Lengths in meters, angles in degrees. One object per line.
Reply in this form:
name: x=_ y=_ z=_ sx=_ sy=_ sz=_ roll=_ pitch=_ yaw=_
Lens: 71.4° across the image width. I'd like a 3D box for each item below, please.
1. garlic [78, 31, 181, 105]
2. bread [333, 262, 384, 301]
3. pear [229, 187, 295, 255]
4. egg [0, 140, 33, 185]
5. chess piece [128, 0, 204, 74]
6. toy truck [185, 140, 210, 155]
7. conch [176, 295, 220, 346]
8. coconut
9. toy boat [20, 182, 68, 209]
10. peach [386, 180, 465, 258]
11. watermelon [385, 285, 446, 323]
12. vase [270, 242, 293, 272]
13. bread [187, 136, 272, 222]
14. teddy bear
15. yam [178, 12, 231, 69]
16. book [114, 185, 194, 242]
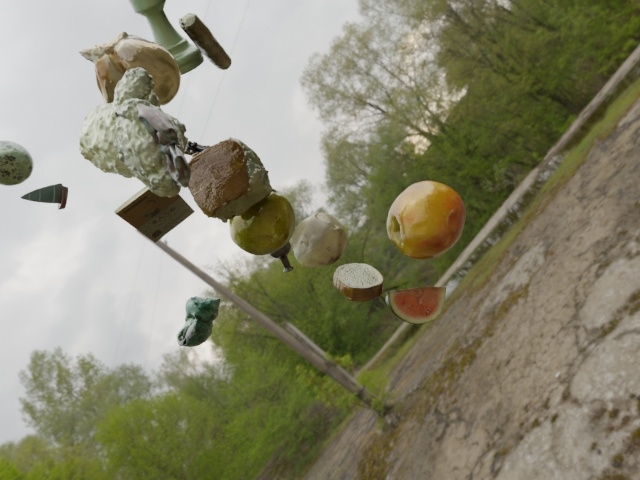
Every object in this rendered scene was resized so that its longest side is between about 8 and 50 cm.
garlic: x=-0.631 y=-0.532 z=1.523 sx=0.286 sy=0.249 sz=0.313 roll=-50 pitch=-23 yaw=-21
bread: x=0.167 y=0.180 z=1.947 sx=0.236 sy=0.236 sz=0.070 roll=-40 pitch=-39 yaw=-56
pear: x=-0.240 y=-0.087 z=1.863 sx=0.294 sy=0.294 sz=0.294 roll=-52 pitch=-9 yaw=-12
egg: x=-0.921 y=-0.226 z=1.304 sx=0.132 sy=0.132 sz=0.172 roll=-53 pitch=20 yaw=-5
chess piece: x=-0.568 y=-0.759 z=1.607 sx=0.195 sy=0.194 sz=0.299 roll=-48 pitch=-46 yaw=-31
toy truck: x=-0.514 y=-0.373 z=1.858 sx=0.063 sy=0.123 sz=0.052 roll=125 pitch=157 yaw=-73
conch: x=-0.476 y=0.311 z=1.766 sx=0.134 sy=0.196 sz=0.202 roll=19 pitch=-81 yaw=-35
coconut: x=0.000 y=0.000 z=1.671 sx=0.224 sy=0.224 sz=0.224 roll=-52 pitch=-9 yaw=-12
toy boat: x=-0.853 y=-0.140 z=1.377 sx=0.122 sy=0.034 sz=0.096 roll=4 pitch=-55 yaw=-38
peach: x=0.410 y=-0.084 z=1.668 sx=0.307 sy=0.289 sz=0.289 roll=-20 pitch=-19 yaw=-15
watermelon: x=0.427 y=0.299 z=2.036 sx=0.303 sy=0.160 sz=0.128 roll=-4 pitch=-8 yaw=-17
vase: x=-0.194 y=0.078 z=2.294 sx=0.120 sy=0.183 sz=0.120 roll=-20 pitch=19 yaw=7
bread: x=-0.336 y=-0.224 z=1.653 sx=0.279 sy=0.250 sz=0.225 roll=-33 pitch=-8 yaw=-3
teddy bear: x=-0.395 y=-0.265 z=1.122 sx=0.375 sy=0.361 sz=0.328 roll=-50 pitch=-46 yaw=-58
yam: x=-0.367 y=-0.641 z=1.454 sx=0.071 sy=0.067 sz=0.317 roll=-22 pitch=-5 yaw=7
book: x=-0.787 y=-0.140 z=2.160 sx=0.269 sy=0.032 sz=0.389 roll=-40 pitch=-20 yaw=-7
